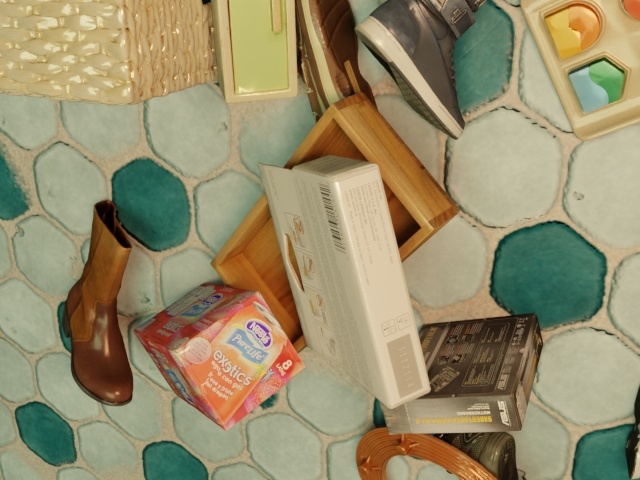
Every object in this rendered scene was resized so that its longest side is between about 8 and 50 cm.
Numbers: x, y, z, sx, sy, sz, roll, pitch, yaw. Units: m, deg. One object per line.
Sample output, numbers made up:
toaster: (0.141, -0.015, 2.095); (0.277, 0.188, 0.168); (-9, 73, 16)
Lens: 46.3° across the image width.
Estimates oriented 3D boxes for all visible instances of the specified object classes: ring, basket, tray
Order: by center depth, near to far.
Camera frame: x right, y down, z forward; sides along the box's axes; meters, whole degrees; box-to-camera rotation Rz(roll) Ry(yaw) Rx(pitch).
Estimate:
basket: (-0.317, -0.363, 1.002); (0.331, 0.266, 0.329); (10, 117, 17)
tray: (0.000, 0.000, 1.081); (0.203, 0.076, 0.411); (52, 136, 8)
ring: (0.195, 0.445, 1.246); (0.336, 0.032, 0.337); (26, 138, 26)

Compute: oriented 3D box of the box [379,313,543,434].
box: (0.206, 0.186, 1.060); (0.183, 0.231, 0.056); (-10, 107, 26)

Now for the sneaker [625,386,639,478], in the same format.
sneaker: (0.497, 0.272, 1.084); (0.077, 0.072, 0.178); (4, 124, 9)

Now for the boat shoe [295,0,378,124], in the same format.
boat shoe: (-0.002, -0.246, 1.025); (0.095, 0.095, 0.258); (-4, 110, 36)

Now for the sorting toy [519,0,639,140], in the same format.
sorting toy: (0.364, -0.242, 0.898); (0.193, 0.038, 0.208); (-20, 105, 30)

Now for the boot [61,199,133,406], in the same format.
boot: (-0.361, 0.112, 1.308); (0.281, 0.096, 0.264); (-62, 40, 31)

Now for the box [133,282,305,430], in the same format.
box: (-0.168, 0.169, 1.177); (0.142, 0.154, 0.300); (59, 158, -13)

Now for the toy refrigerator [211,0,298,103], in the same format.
toy refrigerator: (-0.090, -0.323, 0.976); (0.102, 0.094, 0.270); (-7, 120, -11)

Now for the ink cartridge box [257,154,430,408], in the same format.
ink cartridge box: (0.024, 0.037, 0.978); (0.261, 0.066, 0.297); (24, 131, 65)

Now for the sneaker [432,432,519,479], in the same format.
sneaker: (0.251, 0.373, 1.226); (0.130, 0.087, 0.228); (22, 141, 38)

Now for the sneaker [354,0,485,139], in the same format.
sneaker: (0.166, -0.245, 0.954); (0.163, 0.086, 0.226); (-45, 131, 1)
